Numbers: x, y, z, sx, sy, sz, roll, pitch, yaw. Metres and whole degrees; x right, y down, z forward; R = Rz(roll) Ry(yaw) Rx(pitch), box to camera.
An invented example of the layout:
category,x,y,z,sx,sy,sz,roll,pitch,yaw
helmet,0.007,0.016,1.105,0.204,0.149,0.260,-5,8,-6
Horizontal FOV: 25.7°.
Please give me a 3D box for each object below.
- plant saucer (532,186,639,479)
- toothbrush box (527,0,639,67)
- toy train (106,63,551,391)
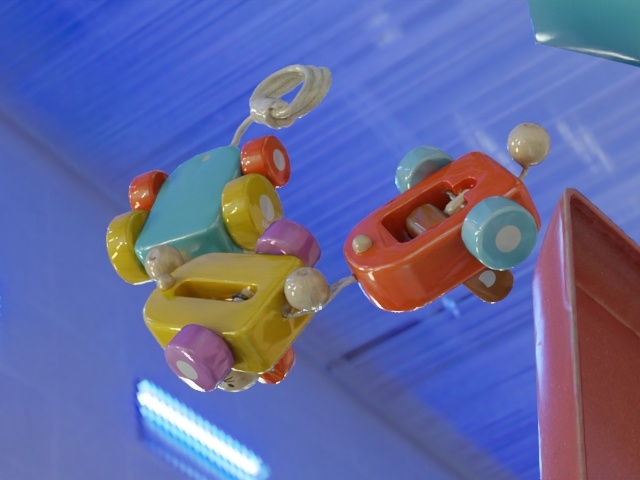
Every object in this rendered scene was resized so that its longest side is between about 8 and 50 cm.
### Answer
category,x,y,z,sx,sy,sz,roll,pitch,yaw
plant saucer,0.196,0.138,0.772,0.259,0.047,0.258,37,-139,-34
toothbrush box,0.155,-0.232,0.519,0.216,0.126,0.295,-59,-30,-22
toy train,0.000,0.000,0.446,0.046,0.125,0.166,60,170,-29
